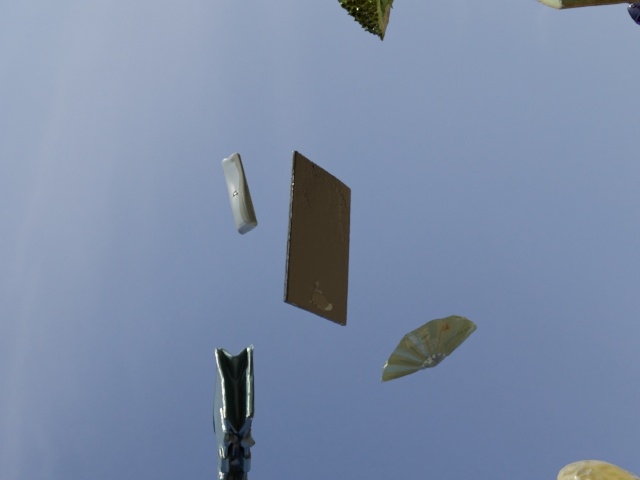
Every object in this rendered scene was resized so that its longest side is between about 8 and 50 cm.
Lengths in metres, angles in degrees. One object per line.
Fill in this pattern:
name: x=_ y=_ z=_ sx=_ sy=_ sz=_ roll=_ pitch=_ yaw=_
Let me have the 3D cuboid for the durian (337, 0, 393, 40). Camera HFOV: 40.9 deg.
durian: x=0.069 y=-0.401 z=1.301 sx=0.100 sy=0.086 sz=0.215 roll=35 pitch=-134 yaw=-42

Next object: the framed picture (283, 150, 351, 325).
framed picture: x=0.000 y=0.000 z=1.821 sx=0.244 sy=0.013 sz=0.324 roll=29 pitch=-120 yaw=-54

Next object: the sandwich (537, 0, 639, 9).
sandwich: x=0.395 y=-0.401 z=1.212 sx=0.187 sy=0.117 sz=0.144 roll=-7 pitch=-153 yaw=-2

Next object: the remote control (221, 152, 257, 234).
remote control: x=-0.175 y=-0.102 z=1.809 sx=0.027 sy=0.050 sz=0.184 roll=25 pitch=-137 yaw=-54

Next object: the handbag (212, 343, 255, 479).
handbag: x=-0.140 y=0.298 z=1.372 sx=0.062 sy=0.229 sz=0.179 roll=1 pitch=-139 yaw=-8

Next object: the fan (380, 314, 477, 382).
fan: x=0.224 y=0.225 z=1.801 sx=0.009 sy=0.240 sz=0.131 roll=51 pitch=167 yaw=54

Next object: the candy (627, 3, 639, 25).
candy: x=0.567 y=-0.284 z=1.219 sx=0.275 sy=0.145 sz=0.070 roll=60 pitch=-161 yaw=18

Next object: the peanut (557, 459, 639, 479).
peanut: x=0.391 y=0.342 z=1.074 sx=0.101 sy=0.263 sz=0.117 roll=-44 pitch=-78 yaw=-8
